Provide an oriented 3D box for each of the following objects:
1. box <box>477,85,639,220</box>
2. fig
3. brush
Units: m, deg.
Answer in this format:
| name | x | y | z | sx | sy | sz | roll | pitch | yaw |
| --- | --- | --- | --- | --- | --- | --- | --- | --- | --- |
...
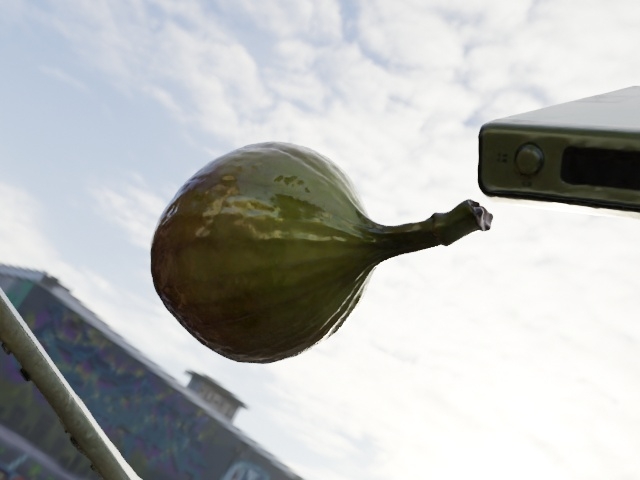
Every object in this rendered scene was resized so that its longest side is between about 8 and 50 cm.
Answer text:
| name | x | y | z | sx | sy | sz | roll | pitch | yaw |
| --- | --- | --- | --- | --- | --- | --- | --- | --- | --- |
| box | 0.230 | -0.034 | 0.414 | 0.270 | 0.211 | 0.045 | 8 | -73 | 36 |
| fig | -0.011 | -0.011 | 0.639 | 0.230 | 0.160 | 0.143 | -40 | -104 | 43 |
| brush | -0.127 | 0.100 | 0.527 | 0.085 | 0.020 | 0.337 | 34 | -26 | 57 |
